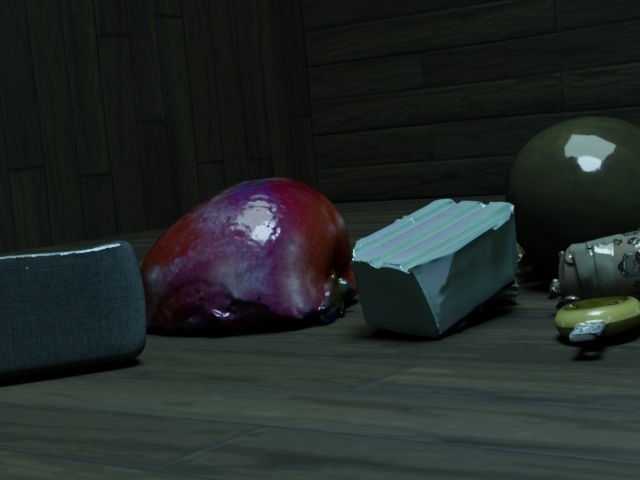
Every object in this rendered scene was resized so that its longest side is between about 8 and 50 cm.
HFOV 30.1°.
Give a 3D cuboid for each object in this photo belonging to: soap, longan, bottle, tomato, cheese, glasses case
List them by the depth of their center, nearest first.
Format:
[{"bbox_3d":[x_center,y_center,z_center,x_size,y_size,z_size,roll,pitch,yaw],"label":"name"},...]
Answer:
[{"bbox_3d":[0.260,0.081,1.135,0.086,0.036,0.162,-5,4,20],"label":"cheese"},{"bbox_3d":[-0.340,0.080,1.217,0.323,0.131,0.074,-7,-1,-19],"label":"glasses case"},{"bbox_3d":[0.325,0.034,1.305,0.152,0.099,0.099,-7,3,27],"label":"bottle"},{"bbox_3d":[0.129,0.029,1.334,0.145,0.091,0.230,5,23,41],"label":"soap"},{"bbox_3d":[0.361,-0.049,1.528,0.248,0.248,0.248,-5,5,0],"label":"longan"},{"bbox_3d":[-0.104,0.014,1.528,0.289,0.176,0.335,-7,5,16],"label":"tomato"}]

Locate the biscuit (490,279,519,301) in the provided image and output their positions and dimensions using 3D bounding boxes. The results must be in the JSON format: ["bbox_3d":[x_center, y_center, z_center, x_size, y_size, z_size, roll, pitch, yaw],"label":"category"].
[{"bbox_3d":[0.170,0.050,1.541,0.147,0.046,0.250,-5,5,3],"label":"biscuit"}]

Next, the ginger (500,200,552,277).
[{"bbox_3d":[0.333,-0.018,1.727,0.219,0.123,0.270,3,10,39],"label":"ginger"}]
